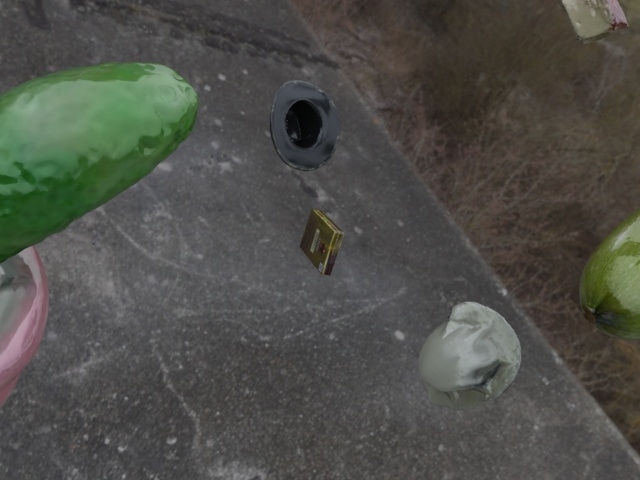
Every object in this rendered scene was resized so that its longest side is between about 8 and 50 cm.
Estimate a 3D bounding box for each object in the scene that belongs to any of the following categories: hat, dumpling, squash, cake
[{"bbox_3d":[-0.031,-0.147,0.788,0.121,0.121,0.050,2,8,-39],"label":"hat"},{"bbox_3d":[0.223,0.187,0.938,0.150,0.176,0.092,36,1,42],"label":"dumpling"},{"bbox_3d":[0.334,0.033,0.625,0.187,0.123,0.123,-27,64,-32],"label":"squash"},{"bbox_3d":[0.508,-0.434,1.137,0.220,0.086,0.116,-31,99,-55],"label":"cake"}]

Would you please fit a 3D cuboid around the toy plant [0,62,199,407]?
[{"bbox_3d":[-0.279,0.017,0.431,0.317,0.356,0.210,-21,63,-43],"label":"toy plant"}]

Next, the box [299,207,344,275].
[{"bbox_3d":[0.000,0.000,1.180,0.023,0.090,0.133,8,19,-25],"label":"box"}]
